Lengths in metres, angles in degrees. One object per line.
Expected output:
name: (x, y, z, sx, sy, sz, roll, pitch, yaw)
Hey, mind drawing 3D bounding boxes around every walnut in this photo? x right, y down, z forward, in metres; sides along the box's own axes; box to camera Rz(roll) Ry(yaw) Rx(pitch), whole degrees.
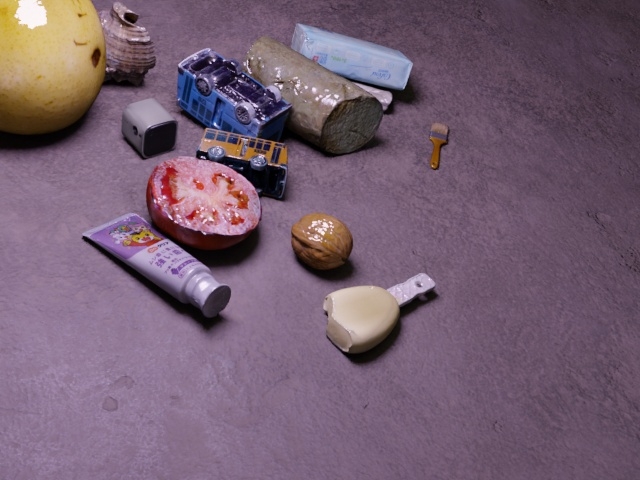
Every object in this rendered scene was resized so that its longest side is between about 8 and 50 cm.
walnut: (0.000, 0.000, 1.651, 0.124, 0.105, 0.105, 32, 45, 23)

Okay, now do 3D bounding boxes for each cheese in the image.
cheese: (0.110, 0.114, 1.597, 0.255, 0.050, 0.127, -25, 54, -37)

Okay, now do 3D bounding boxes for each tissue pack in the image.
tissue pack: (0.069, -0.432, 2.096, 0.263, 0.089, 0.177, 13, 20, -14)

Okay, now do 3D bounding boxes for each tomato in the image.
tomato: (-0.219, -0.058, 1.652, 0.225, 0.085, 0.225, 15, 36, -12)

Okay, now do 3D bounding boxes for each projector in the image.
projector: (-0.346, -0.228, 1.799, 0.083, 0.083, 0.082, -23, 54, -34)

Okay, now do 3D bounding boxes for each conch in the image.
conch: (-0.435, -0.426, 1.913, 0.178, 0.245, 0.163, 32, 63, -21)

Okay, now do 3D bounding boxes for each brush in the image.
brush: (0.265, -0.215, 2.019, 0.043, 0.014, 0.170, 15, 43, 1)

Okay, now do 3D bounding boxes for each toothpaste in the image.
toothpaste: (-0.283, 0.033, 1.559, 0.299, 0.073, 0.114, 32, 44, 29)

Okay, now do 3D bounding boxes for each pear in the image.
pear: (-0.586, -0.379, 1.723, 0.348, 0.348, 0.348, 8, 43, -8)

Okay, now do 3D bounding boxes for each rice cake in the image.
rice cake: (0.043, -0.360, 2.079, 0.256, 0.052, 0.057, 17, 39, 2)

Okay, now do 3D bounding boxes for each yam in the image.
yam: (-0.028, -0.310, 1.925, 0.304, 0.168, 0.168, 34, 45, 20)

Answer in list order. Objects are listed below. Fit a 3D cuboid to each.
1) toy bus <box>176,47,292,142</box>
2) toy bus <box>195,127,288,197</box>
toy bus: (-0.191, -0.289, 1.874, 0.234, 0.133, 0.116, 36, 49, 14)
toy bus: (-0.153, -0.155, 1.775, 0.182, 0.091, 0.103, 11, 43, -2)
